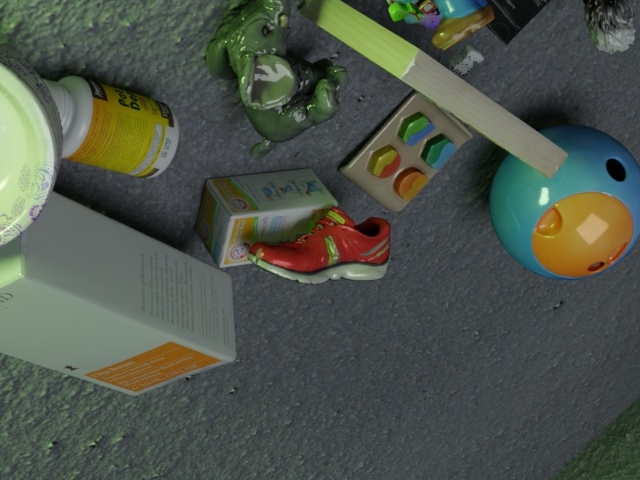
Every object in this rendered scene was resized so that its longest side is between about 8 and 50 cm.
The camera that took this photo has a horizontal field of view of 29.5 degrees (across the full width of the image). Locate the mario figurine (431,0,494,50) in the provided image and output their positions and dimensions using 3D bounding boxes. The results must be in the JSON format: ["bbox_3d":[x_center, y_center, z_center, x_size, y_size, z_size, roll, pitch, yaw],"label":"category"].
[{"bbox_3d":[0.102,-0.409,1.689,0.170,0.321,0.198,-32,-176,-14],"label":"mario figurine"}]

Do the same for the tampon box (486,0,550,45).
[{"bbox_3d":[0.253,-0.405,1.868,0.101,0.161,0.120,-45,142,11],"label":"tampon box"}]

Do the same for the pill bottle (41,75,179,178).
[{"bbox_3d":[-0.316,-0.164,1.729,0.215,0.117,0.117,13,121,-43],"label":"pill bottle"}]

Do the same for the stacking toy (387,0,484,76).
[{"bbox_3d":[0.145,-0.353,1.838,0.052,0.167,0.221,-40,142,24],"label":"stacking toy"}]

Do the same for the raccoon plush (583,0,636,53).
[{"bbox_3d":[0.341,-0.445,1.792,0.299,0.216,0.447,-19,115,-14],"label":"raccoon plush"}]

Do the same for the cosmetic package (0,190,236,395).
[{"bbox_3d":[-0.357,0.087,1.852,0.230,0.162,0.453,-22,148,30],"label":"cosmetic package"}]

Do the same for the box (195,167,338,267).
[{"bbox_3d":[-0.092,-0.039,2.028,0.203,0.103,0.114,-7,133,-31],"label":"box"}]

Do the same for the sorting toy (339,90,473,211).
[{"bbox_3d":[0.157,-0.151,2.150,0.208,0.038,0.193,-44,141,10],"label":"sorting toy"}]

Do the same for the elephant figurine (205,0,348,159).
[{"bbox_3d":[-0.086,-0.267,1.794,0.169,0.186,0.239,-9,145,39],"label":"elephant figurine"}]

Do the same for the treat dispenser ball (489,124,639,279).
[{"bbox_3d":[0.457,-0.070,2.252,0.288,0.288,0.288,-20,138,-19],"label":"treat dispenser ball"}]

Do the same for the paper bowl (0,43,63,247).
[{"bbox_3d":[-0.476,-0.130,1.570,0.284,0.148,0.284,-2,111,-5],"label":"paper bowl"}]

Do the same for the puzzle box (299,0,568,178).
[{"bbox_3d":[0.181,-0.239,1.877,0.409,0.272,0.052,26,101,-44],"label":"puzzle box"}]

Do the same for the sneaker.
[{"bbox_3d":[0.000,0.000,1.997,0.279,0.107,0.118,-3,112,-38],"label":"sneaker"}]
